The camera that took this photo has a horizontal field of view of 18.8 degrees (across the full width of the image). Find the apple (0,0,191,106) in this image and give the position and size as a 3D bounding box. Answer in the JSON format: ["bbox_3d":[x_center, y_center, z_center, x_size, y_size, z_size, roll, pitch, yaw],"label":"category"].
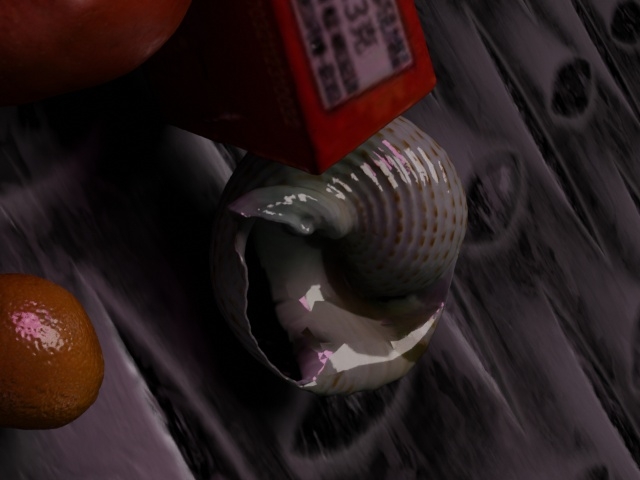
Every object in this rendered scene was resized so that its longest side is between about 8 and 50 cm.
[{"bbox_3d":[-0.150,-0.154,0.997,0.199,0.199,0.199,48,26,-32],"label":"apple"}]

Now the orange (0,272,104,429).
[{"bbox_3d":[-0.141,0.054,0.906,0.085,0.085,0.085,48,26,-32],"label":"orange"}]

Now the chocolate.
[{"bbox_3d":[-0.046,-0.175,1.132,0.235,0.108,0.237,21,-50,63],"label":"chocolate"}]

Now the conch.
[{"bbox_3d":[-0.004,-0.003,1.201,0.200,0.172,0.131,7,13,-37],"label":"conch"}]
